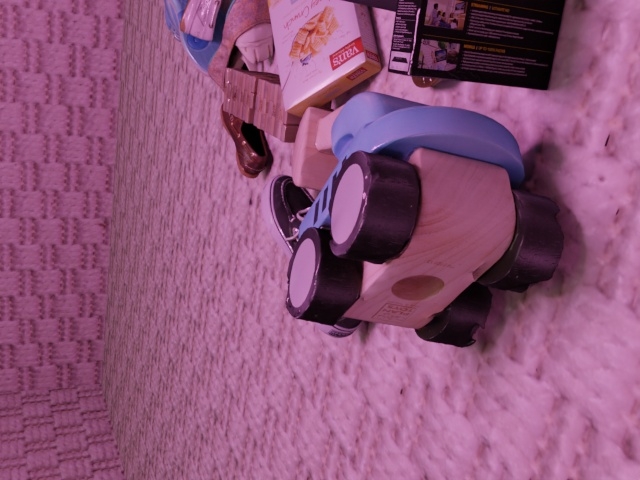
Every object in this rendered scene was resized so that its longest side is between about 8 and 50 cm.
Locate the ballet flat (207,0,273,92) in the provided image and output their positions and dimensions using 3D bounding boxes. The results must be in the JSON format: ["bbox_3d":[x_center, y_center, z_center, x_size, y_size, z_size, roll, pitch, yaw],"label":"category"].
[{"bbox_3d":[-0.149,-0.397,1.512,0.106,0.107,0.316,63,155,8],"label":"ballet flat"}]

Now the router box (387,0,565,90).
[{"bbox_3d":[0.161,-0.225,0.733,0.046,0.178,0.133,33,119,58],"label":"router box"}]

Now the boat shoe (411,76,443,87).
[{"bbox_3d":[0.158,-0.229,0.909,0.153,0.048,0.056,156,99,-70],"label":"boat shoe"}]

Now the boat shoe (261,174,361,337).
[{"bbox_3d":[-0.003,0.000,1.173,0.105,0.113,0.306,-54,46,43],"label":"boat shoe"}]

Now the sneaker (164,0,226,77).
[{"bbox_3d":[-0.296,-0.508,1.800,0.208,0.127,0.319,114,137,-72],"label":"sneaker"}]

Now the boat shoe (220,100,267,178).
[{"bbox_3d":[-0.153,-0.232,1.537,0.073,0.073,0.207,-55,50,49],"label":"boat shoe"}]

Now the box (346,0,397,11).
[{"bbox_3d":[0.046,-0.397,0.823,0.076,0.307,0.243,-93,16,-60],"label":"box"}]

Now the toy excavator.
[{"bbox_3d":[0.076,-0.084,0.944,0.433,0.222,0.445,125,151,-52],"label":"toy excavator"}]

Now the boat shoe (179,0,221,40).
[{"bbox_3d":[-0.224,-0.584,1.657,0.277,0.096,0.098,-65,13,7],"label":"boat shoe"}]

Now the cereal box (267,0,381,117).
[{"bbox_3d":[-0.001,-0.338,1.164,0.173,0.047,0.240,-26,65,37],"label":"cereal box"}]

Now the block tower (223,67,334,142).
[{"bbox_3d":[-0.085,-0.256,1.363,0.335,0.097,0.091,36,122,57],"label":"block tower"}]
